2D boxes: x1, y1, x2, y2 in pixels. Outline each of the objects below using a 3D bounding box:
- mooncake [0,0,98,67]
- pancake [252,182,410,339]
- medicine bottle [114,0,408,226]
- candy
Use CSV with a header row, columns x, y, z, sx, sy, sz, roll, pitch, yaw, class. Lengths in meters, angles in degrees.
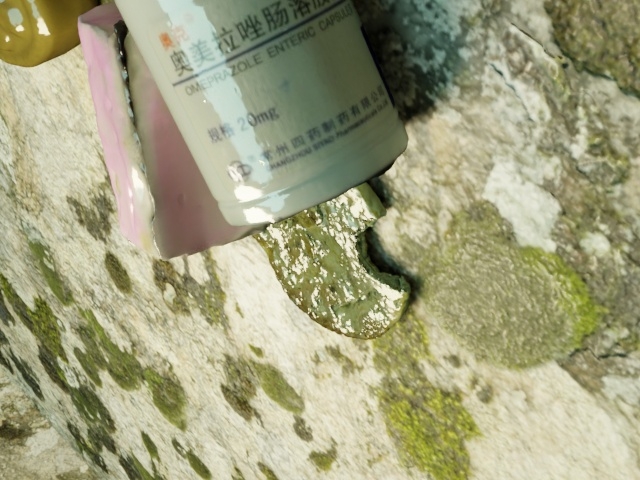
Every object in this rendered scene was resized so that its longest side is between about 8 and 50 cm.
x,y,z,sx,sy,sz,roll,pitch,yaw,class
-0.389,-0.328,1.157,0.235,0.117,0.235,32,138,34,mooncake
0.000,0.000,1.028,0.253,0.037,0.254,32,140,32,pancake
-0.069,-0.198,0.795,0.190,0.190,0.332,-4,117,53,medicine bottle
-0.148,-0.122,0.958,0.116,0.155,0.265,24,128,50,candy
